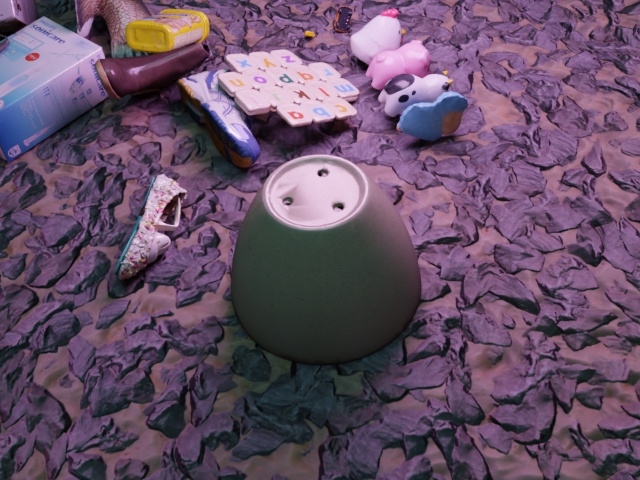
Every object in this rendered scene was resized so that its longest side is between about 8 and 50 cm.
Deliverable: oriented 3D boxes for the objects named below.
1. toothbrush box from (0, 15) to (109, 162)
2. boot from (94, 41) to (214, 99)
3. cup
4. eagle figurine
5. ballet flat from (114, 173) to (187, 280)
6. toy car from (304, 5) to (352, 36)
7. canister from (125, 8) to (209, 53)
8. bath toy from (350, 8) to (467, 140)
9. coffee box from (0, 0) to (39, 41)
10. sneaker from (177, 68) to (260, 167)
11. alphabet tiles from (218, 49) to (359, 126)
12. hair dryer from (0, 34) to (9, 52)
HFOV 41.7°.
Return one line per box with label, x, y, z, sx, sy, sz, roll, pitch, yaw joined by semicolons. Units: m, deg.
toothbrush box;-0.630;-0.331;1.808;0.216;0.126;0.295;32;57;30
boot;-0.341;-0.369;1.744;0.207;0.248;0.090;-23;93;9
cup;0.000;0.000;1.380;0.331;0.237;0.331;-3;48;4
eagle figurine;-0.516;-0.552;1.959;0.226;0.225;0.298;-22;38;-30
ballet flat;-0.302;-0.024;1.538;0.077;0.091;0.241;19;54;-7
toy car;0.015;-0.508;1.949;0.122;0.060;0.040;-11;16;-13
canister;-0.344;-0.471;1.894;0.126;0.073;0.170;10;26;18
bath toy;0.180;-0.358;1.751;0.151;0.129;0.348;8;40;-34
coffee box;-0.741;-0.523;1.915;0.141;0.098;0.246;-10;6;-5
sneaker;-0.180;-0.268;1.717;0.131;0.112;0.296;-25;52;-17
alphabet tiles;-0.064;-0.318;1.748;0.284;0.021;0.278;-14;46;-35
hair dryer;-0.730;-0.359;1.703;0.223;0.080;0.293;-26;48;-16
